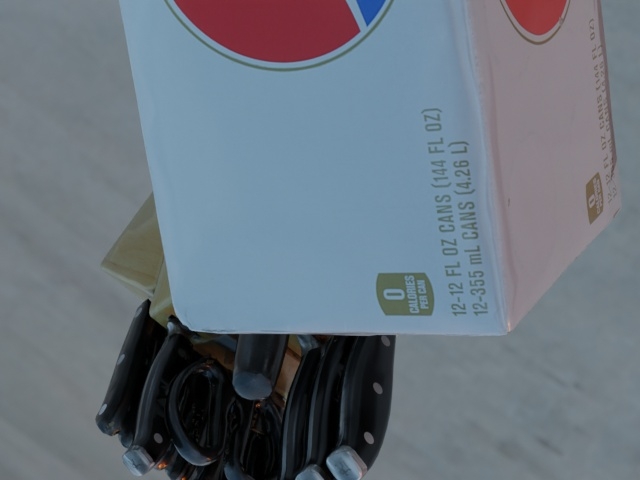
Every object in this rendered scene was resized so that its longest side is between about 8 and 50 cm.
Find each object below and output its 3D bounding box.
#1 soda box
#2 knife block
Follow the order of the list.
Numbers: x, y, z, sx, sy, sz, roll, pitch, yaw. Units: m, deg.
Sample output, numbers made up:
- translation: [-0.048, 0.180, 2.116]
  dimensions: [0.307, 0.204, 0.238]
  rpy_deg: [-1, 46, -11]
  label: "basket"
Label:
- translation: [0.001, -0.094, 0.338]
  dimensions: [0.069, 0.074, 0.216]
  rpy_deg: [-1, 108, 26]
  label: "soda box"
- translation: [0.000, 0.000, 0.895]
  dimensions: [0.088, 0.276, 0.242]
  rpy_deg: [39, 170, -24]
  label: "knife block"
